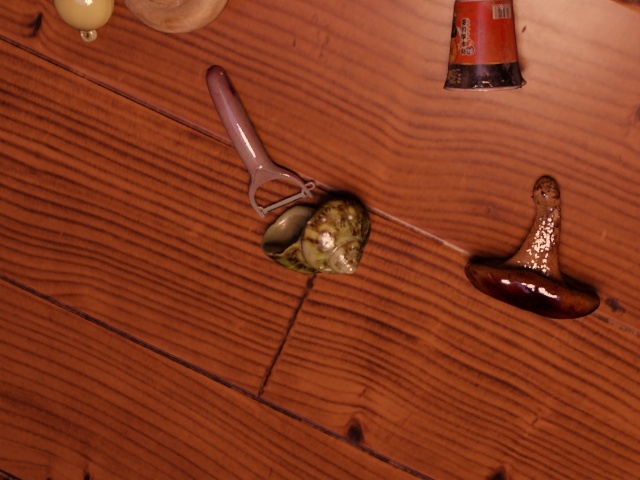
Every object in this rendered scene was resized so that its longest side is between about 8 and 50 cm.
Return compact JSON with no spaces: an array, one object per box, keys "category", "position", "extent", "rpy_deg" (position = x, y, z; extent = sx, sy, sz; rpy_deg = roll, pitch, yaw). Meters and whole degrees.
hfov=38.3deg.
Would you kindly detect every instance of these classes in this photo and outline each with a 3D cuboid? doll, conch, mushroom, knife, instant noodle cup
[{"category":"doll","position":[-0.389,-0.467,1.493],"extent":[0.141,0.117,0.296],"rpy_deg":[13,130,15]},{"category":"conch","position":[0.002,0.003,1.569],"extent":[0.187,0.181,0.124],"rpy_deg":[-34,104,2]},{"category":"mushroom","position":[-0.226,-0.426,1.424],"extent":[0.206,0.209,0.206],"rpy_deg":[-2,100,-9]},{"category":"knife","position":[-0.117,-0.174,1.588],"extent":[0.123,0.053,0.278],"rpy_deg":[-23,108,16]},{"category":"mushroom","position":[0.373,0.010,1.521],"extent":[0.227,0.148,0.217],"rpy_deg":[17,101,0]},{"category":"instant noodle cup","position":[0.248,-0.300,1.406],"extent":[0.127,0.127,0.135],"rpy_deg":[1,106,13]}]
